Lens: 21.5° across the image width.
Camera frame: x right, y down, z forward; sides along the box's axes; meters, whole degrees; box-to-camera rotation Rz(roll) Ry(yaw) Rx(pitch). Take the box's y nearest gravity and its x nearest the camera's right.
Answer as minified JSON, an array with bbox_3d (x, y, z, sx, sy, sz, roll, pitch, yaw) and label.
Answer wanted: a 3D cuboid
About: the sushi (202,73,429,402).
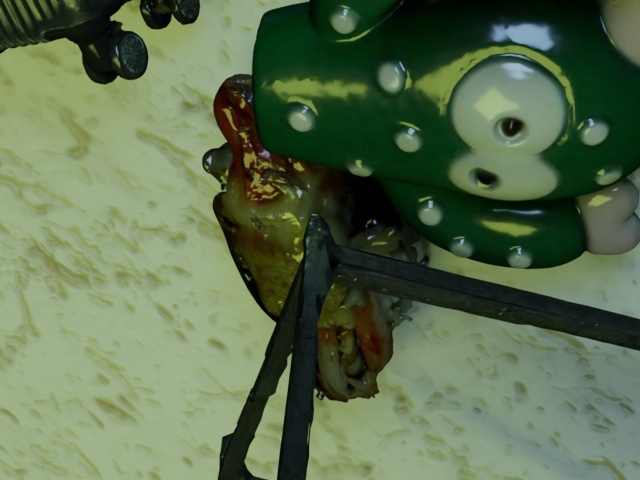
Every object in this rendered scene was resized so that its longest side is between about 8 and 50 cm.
[{"bbox_3d":[0.003,-0.002,1.001,0.097,0.103,0.226,17,140,52],"label":"sushi"}]

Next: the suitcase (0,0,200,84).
[{"bbox_3d":[-0.205,-0.230,0.905,0.202,0.128,0.312,-5,122,30],"label":"suitcase"}]

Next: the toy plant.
[{"bbox_3d":[0.088,-0.080,0.874,0.243,0.112,0.232,21,139,-9],"label":"toy plant"}]

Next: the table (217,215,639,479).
[{"bbox_3d":[0.117,0.188,0.903,0.335,0.272,0.222,14,133,-8],"label":"table"}]
